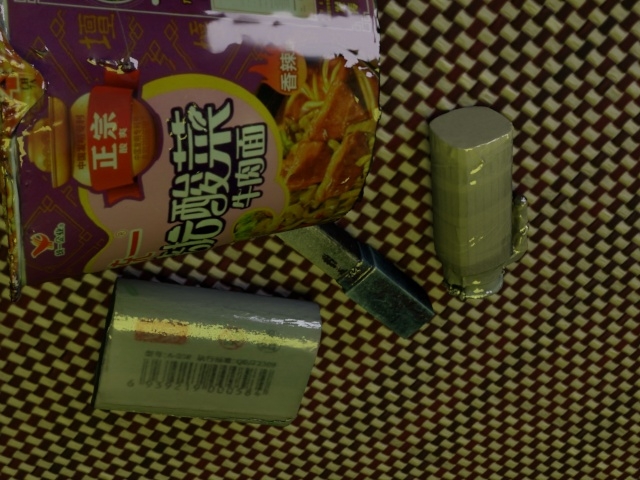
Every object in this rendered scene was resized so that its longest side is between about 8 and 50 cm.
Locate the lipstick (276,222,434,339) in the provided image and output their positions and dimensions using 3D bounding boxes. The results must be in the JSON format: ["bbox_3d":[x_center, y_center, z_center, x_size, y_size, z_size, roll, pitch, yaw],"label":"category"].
[{"bbox_3d":[0.000,0.000,0.977,0.051,0.051,0.312,-41,120,20],"label":"lipstick"}]

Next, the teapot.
[{"bbox_3d":[0.171,-0.039,0.965,0.107,0.077,0.201,-21,129,-19],"label":"teapot"}]

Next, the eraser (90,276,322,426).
[{"bbox_3d":[-0.130,0.129,1.027,0.226,0.081,0.174,8,127,-16],"label":"eraser"}]

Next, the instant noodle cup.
[{"bbox_3d":[-0.116,-0.125,0.712,0.265,0.340,0.340,-3,126,-17],"label":"instant noodle cup"}]
